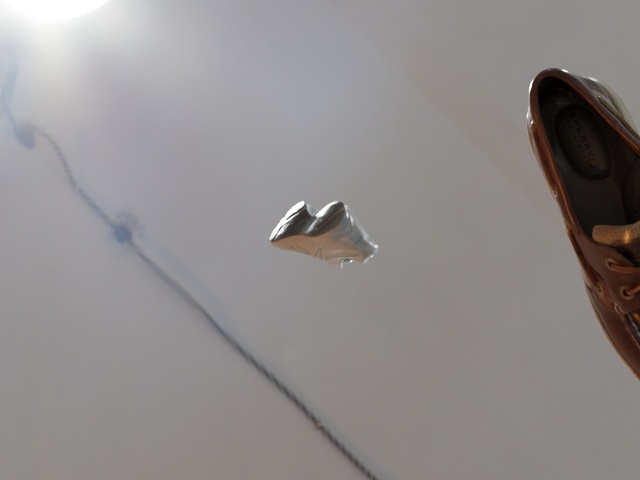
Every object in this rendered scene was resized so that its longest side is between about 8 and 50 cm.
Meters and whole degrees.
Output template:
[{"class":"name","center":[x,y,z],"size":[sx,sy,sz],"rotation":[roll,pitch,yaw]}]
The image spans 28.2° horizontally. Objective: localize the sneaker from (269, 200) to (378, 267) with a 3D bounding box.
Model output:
[{"class":"sneaker","center":[0.000,0.000,1.198],"size":[0.061,0.152,0.054],"rotation":[43,-104,-21]}]

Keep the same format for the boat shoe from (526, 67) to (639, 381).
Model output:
[{"class":"boat shoe","center":[0.267,0.003,1.068],"size":[0.123,0.123,0.342],"rotation":[-26,-104,14]}]
